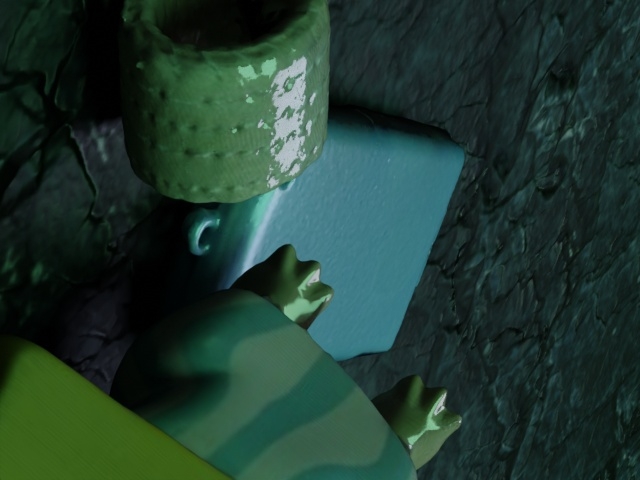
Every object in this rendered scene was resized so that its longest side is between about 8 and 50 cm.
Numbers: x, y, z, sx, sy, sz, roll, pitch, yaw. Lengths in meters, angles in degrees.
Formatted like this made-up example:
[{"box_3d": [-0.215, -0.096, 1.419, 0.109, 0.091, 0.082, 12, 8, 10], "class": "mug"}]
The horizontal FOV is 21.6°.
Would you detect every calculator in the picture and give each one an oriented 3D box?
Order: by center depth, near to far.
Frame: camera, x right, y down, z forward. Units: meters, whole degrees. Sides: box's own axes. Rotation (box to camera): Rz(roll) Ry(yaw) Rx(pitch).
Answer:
[{"box_3d": [0.000, 0.000, 1.032, 0.293, 0.051, 0.173, 2, 112, -61], "class": "calculator"}]

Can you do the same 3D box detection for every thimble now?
[{"box_3d": [-0.047, -0.084, 0.823, 0.115, 0.102, 0.090, -78, 172, -50], "class": "thimble"}]

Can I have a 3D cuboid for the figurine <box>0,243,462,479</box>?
[{"box_3d": [-0.150, 0.221, 0.852, 0.377, 0.266, 0.361, -40, -178, 34], "class": "figurine"}]
